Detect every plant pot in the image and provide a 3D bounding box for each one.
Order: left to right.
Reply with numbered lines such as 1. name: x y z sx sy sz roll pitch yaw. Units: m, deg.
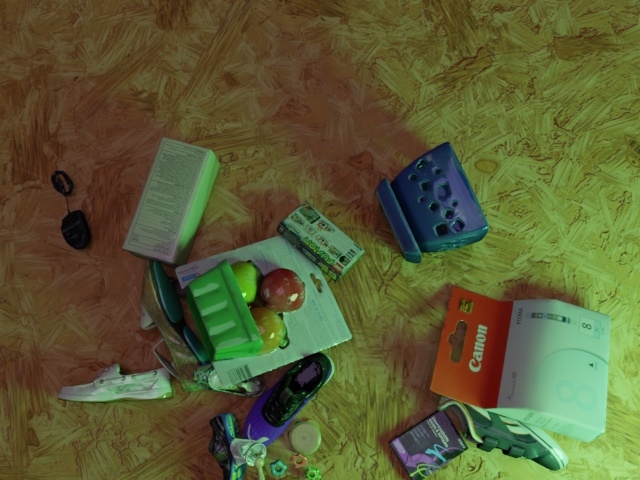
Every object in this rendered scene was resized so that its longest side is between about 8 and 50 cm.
1. plant pot: 0.268 -0.075 1.660 0.212 0.236 0.236 -25 79 5

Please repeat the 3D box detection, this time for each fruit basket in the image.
1. fruit basket: -0.142 0.160 1.663 0.353 0.165 0.327 -16 69 -29

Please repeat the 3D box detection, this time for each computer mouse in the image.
1. computer mouse: -0.671 -0.083 1.803 0.071 0.041 0.242 -26 73 14

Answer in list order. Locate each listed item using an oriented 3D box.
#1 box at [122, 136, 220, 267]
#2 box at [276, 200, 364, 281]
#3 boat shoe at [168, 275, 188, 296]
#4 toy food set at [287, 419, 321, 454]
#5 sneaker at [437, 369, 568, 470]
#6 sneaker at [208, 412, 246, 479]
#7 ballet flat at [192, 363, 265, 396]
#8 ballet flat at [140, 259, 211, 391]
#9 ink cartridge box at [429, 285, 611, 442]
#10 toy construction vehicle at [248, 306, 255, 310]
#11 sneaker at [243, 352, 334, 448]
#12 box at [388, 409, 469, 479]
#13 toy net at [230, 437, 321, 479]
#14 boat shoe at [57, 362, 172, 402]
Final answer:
1. box: -0.384 -0.094 1.743 0.147 0.121 0.311 17 80 6
2. box: 0.000 0.000 1.726 0.207 0.036 0.114 41 56 10
3. boat shoe: -0.389 0.117 1.737 0.152 0.049 0.056 6 79 4
4. toy food set: -0.040 0.489 1.660 0.082 0.020 0.083 -11 79 1
5. sneaker: 0.422 0.455 1.591 0.321 0.126 0.127 38 72 18
6. sneaker: -0.234 0.522 1.649 0.078 0.067 0.188 -15 79 21
7. ballet flat: -0.216 0.342 1.630 0.188 0.070 0.070 17 77 -30
8. ballet flat: -0.378 0.221 1.660 0.123 0.123 0.349 -28 95 -3
9. ink cartridge box: 0.481 0.267 1.590 0.384 0.091 0.308 17 56 5
10. toy construction vehicle: -0.200 0.208 1.717 0.098 0.035 0.086 7 79 4
11. sneaker: -0.087 0.381 1.620 0.102 0.146 0.293 41 83 10
12. box: 0.265 0.502 1.639 0.162 0.029 0.116 -32 79 -5
13. toy net: -0.112 0.543 1.603 0.232 0.045 0.122 40 95 -11
14. boat shoe: -0.513 0.356 1.676 0.276 0.098 0.096 -2 78 -7
